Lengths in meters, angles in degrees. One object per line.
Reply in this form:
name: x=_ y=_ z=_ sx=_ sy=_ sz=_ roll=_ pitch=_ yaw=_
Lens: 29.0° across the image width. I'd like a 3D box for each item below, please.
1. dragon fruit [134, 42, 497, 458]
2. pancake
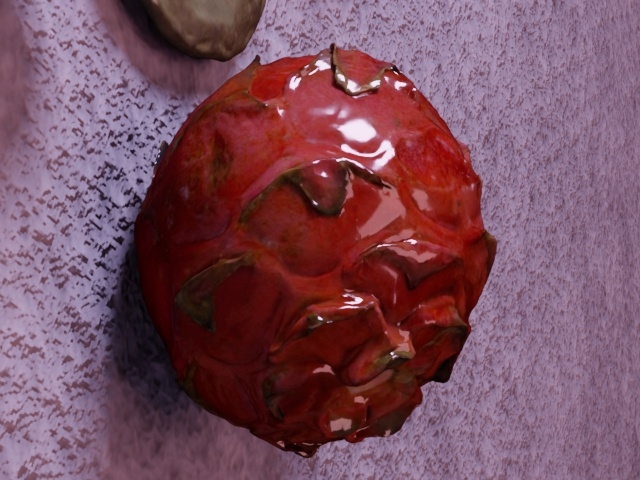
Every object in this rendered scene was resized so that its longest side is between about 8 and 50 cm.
dragon fruit: x=-0.003 y=0.005 z=0.779 sx=0.241 sy=0.241 sz=0.252 roll=-4 pitch=81 yaw=-62
pancake: x=-0.076 y=-0.242 z=0.847 sx=0.222 sy=0.042 sz=0.236 roll=-9 pitch=103 yaw=-70
